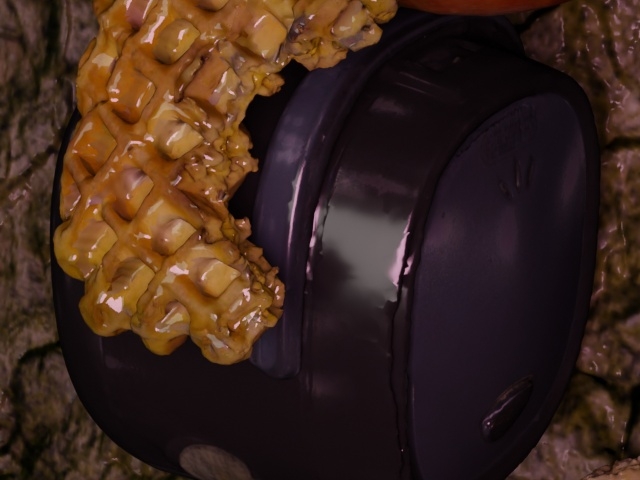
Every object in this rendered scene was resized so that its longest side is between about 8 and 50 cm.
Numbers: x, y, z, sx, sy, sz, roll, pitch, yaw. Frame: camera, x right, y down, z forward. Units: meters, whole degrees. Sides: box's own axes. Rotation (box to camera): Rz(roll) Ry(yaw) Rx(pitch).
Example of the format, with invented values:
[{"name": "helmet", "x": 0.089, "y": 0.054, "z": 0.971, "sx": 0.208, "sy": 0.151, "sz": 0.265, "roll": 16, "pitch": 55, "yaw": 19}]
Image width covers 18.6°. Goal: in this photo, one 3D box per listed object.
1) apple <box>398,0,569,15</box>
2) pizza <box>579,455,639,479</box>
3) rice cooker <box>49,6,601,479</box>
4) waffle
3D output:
[{"name": "apple", "x": 0.076, "y": -0.264, "z": 0.853, "sx": 0.278, "sy": 0.250, "sz": 0.309, "roll": 4, "pitch": 68, "yaw": 15}, {"name": "pizza", "x": 0.212, "y": 0.162, "z": 0.929, "sx": 0.204, "sy": 0.081, "sz": 0.188, "roll": 43, "pitch": 130, "yaw": 17}, {"name": "rice cooker", "x": 0.000, "y": 0.000, "z": 0.968, "sx": 0.224, "sy": 0.267, "sz": 0.267, "roll": 15, "pitch": 104, "yaw": 30}, {"name": "waffle", "x": -0.046, "y": -0.047, "z": 0.822, "sx": 0.149, "sy": 0.051, "sz": 0.194, "roll": 7, "pitch": 81, "yaw": 35}]
